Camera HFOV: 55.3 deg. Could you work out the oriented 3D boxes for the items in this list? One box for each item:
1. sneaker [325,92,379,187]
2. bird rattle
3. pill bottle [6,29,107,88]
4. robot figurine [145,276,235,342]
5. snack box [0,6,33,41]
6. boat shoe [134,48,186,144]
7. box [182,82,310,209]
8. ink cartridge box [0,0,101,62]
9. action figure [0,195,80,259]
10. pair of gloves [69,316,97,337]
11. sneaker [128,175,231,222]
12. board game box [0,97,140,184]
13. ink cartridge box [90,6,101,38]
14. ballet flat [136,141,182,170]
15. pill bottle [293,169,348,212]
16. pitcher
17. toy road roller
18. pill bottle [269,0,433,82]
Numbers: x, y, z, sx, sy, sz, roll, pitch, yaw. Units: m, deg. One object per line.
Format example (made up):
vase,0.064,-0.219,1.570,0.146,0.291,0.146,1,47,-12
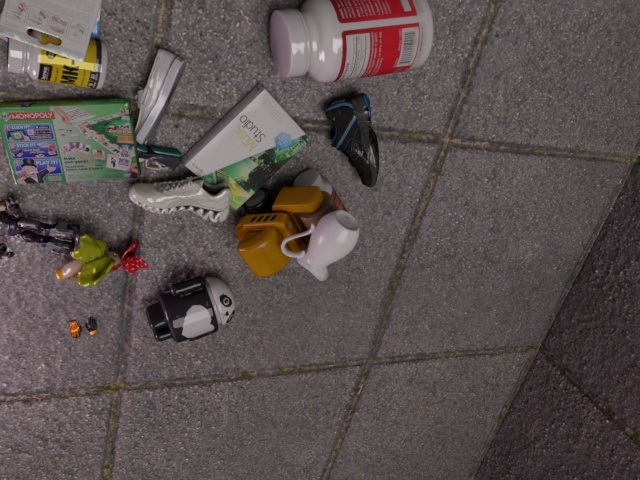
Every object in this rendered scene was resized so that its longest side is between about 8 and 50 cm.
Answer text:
sneaker,0.108,-0.311,1.941,0.140,0.125,0.340,-7,132,11
bird rattle,-0.639,0.060,1.763,0.207,0.253,0.143,-22,89,13
pill bottle,-0.620,-0.430,1.440,0.209,0.119,0.119,1,120,-30
robot figurine,-0.412,0.226,1.970,0.278,0.173,0.209,-19,171,-15
snack box,-0.690,-0.475,1.465,0.064,0.022,0.178,-49,129,9
boat shoe,-0.445,-0.382,1.621,0.084,0.095,0.258,29,104,-8
box,-0.217,-0.272,1.817,0.322,0.058,0.232,-42,130,6
ink cartridge box,-0.601,-0.544,1.381,0.189,0.066,0.232,15,96,-25
action figure,-0.809,-0.031,1.654,0.285,0.099,0.185,12,124,-28
pair of gloves,-0.753,0.278,1.940,0.083,0.010,0.074,-9,124,-23
sneaker,-0.397,-0.138,1.758,0.292,0.110,0.118,6,133,-22
board game box,-0.641,-0.255,1.576,0.318,0.046,0.213,-4,122,-9
ink cartridge box,-0.592,-0.538,1.454,0.123,0.052,0.088,2,119,-26
ballet flat,-0.486,-0.237,1.698,0.203,0.074,0.074,12,114,-35
pill bottle,0.001,-0.123,1.984,0.121,0.121,0.216,-35,130,-2
pitcher,0.000,0.000,1.756,0.178,0.125,0.207,26,126,-17
toy road roller,-0.107,-0.016,1.867,0.202,0.330,0.240,59,41,-40
pill bottle,0.081,-0.557,1.667,0.408,0.229,0.228,-13,126,-19
